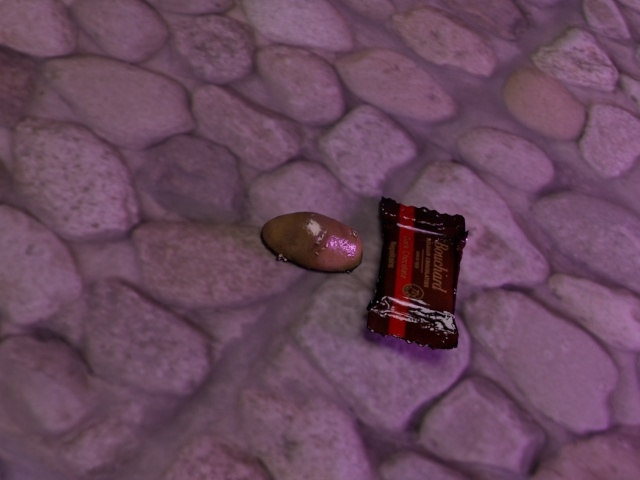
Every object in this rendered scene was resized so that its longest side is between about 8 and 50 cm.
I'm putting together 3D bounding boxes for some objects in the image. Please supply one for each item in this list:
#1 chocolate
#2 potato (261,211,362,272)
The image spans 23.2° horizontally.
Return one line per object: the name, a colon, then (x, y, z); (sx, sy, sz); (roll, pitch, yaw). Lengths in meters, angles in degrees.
chocolate: (0.084, 0.028, 1.343); (0.086, 0.028, 0.182); (13, 43, -5)
potato: (0.000, 0.001, 1.318); (0.093, 0.036, 0.037); (13, 41, -17)
